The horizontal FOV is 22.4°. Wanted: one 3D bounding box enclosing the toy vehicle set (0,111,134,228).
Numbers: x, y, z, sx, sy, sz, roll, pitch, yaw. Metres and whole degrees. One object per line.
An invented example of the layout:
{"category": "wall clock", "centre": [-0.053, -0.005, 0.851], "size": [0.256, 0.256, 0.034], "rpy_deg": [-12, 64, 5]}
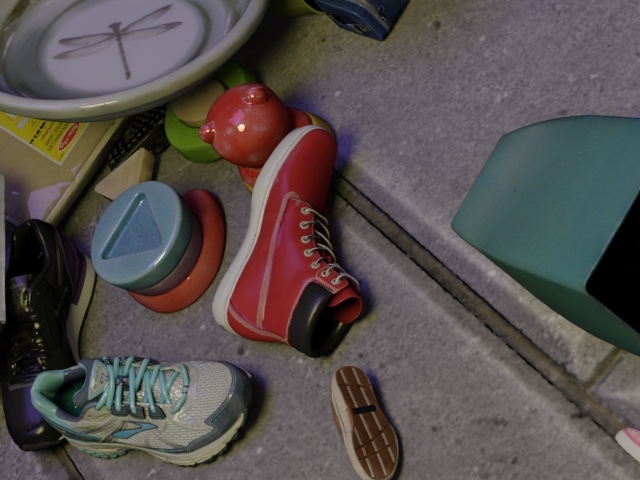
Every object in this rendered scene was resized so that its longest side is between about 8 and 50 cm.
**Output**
{"category": "toy vehicle set", "centre": [-0.346, -0.148, 2.053], "size": [0.166, 0.035, 0.267], "rpy_deg": [33, 83, 8]}

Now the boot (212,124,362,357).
{"category": "boot", "centre": [0.000, 0.000, 1.705], "size": [0.176, 0.088, 0.244], "rpy_deg": [12, 78, 46]}

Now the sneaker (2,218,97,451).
{"category": "sneaker", "centre": [-0.342, 0.105, 1.892], "size": [0.107, 0.124, 0.283], "rpy_deg": [-13, 53, 16]}

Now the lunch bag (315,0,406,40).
{"category": "lunch bag", "centre": [0.046, -0.270, 1.867], "size": [0.098, 0.067, 0.065], "rpy_deg": [28, 82, 47]}

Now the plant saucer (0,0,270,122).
{"category": "plant saucer", "centre": [-0.245, -0.250, 1.948], "size": [0.401, 0.100, 0.400], "rpy_deg": [-8, 42, 7]}

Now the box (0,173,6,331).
{"category": "box", "centre": [-0.456, 0.101, 1.966], "size": [0.322, 0.059, 0.232], "rpy_deg": [-57, 31, 40]}

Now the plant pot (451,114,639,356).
{"category": "plant pot", "centre": [0.242, -0.011, 1.440], "size": [0.234, 0.166, 0.165], "rpy_deg": [19, 75, 56]}

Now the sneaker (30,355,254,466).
{"category": "sneaker", "centre": [-0.198, 0.174, 1.728], "size": [0.283, 0.122, 0.110], "rpy_deg": [-12, 54, 36]}

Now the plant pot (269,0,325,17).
{"category": "plant pot", "centre": [-0.025, -0.303, 1.955], "size": [0.079, 0.083, 0.083], "rpy_deg": [-14, 52, 50]}

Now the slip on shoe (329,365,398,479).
{"category": "slip on shoe", "centre": [0.038, 0.185, 1.571], "size": [0.041, 0.051, 0.135], "rpy_deg": [109, 148, -44]}

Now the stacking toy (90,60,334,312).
{"category": "stacking toy", "centre": [-0.168, -0.094, 1.875], "size": [0.309, 0.130, 0.279], "rpy_deg": [-46, 45, 7]}

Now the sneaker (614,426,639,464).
{"category": "sneaker", "centre": [0.307, 0.177, 1.323], "size": [0.070, 0.051, 0.134], "rpy_deg": [-51, 44, -1]}

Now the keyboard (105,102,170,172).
{"category": "keyboard", "centre": [-0.204, -0.156, 2.048], "size": [0.180, 0.023, 0.108], "rpy_deg": [-45, 41, 9]}
